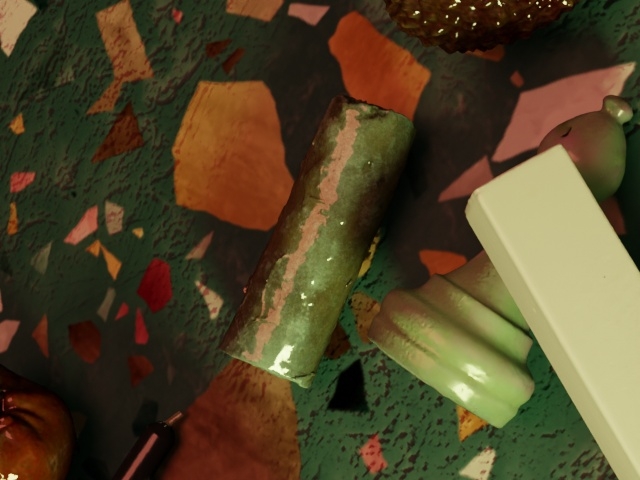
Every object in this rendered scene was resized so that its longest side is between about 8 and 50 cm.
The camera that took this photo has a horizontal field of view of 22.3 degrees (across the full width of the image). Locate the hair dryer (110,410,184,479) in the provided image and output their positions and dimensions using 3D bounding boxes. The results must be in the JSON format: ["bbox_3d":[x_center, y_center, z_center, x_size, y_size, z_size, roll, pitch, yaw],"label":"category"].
[{"bbox_3d":[-0.186,0.255,1.525,0.124,0.071,0.219,35,94,35],"label":"hair dryer"}]

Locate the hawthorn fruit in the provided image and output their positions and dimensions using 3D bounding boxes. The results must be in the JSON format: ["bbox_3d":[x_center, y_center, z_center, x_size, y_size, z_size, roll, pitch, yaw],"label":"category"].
[{"bbox_3d":[-0.337,0.223,1.575,0.185,0.185,0.202,45,128,34],"label":"hawthorn fruit"}]

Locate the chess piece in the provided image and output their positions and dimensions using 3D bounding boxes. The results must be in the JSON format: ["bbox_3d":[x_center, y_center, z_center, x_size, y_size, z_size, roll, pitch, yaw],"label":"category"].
[{"bbox_3d":[0.163,0.002,1.280,0.139,0.139,0.271,34,90,36],"label":"chess piece"}]

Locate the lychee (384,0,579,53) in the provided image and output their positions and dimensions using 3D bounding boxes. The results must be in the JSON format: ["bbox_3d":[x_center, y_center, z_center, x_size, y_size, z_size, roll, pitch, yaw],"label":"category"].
[{"bbox_3d":[0.143,-0.243,1.302,0.188,0.188,0.188,-8,76,36],"label":"lychee"}]

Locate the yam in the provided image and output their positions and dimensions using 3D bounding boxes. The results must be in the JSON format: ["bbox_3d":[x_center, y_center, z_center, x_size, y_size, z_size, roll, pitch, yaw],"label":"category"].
[{"bbox_3d":[0.000,0.000,1.409,0.093,0.093,0.259,28,98,37],"label":"yam"}]

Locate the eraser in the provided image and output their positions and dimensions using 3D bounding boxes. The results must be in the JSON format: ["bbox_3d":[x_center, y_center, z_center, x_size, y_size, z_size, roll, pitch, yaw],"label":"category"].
[{"bbox_3d":[0.213,0.080,1.173,0.078,0.076,0.298,-28,81,-6],"label":"eraser"}]
